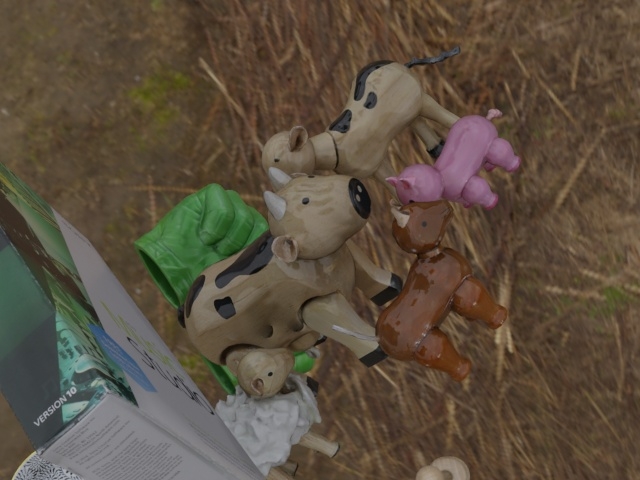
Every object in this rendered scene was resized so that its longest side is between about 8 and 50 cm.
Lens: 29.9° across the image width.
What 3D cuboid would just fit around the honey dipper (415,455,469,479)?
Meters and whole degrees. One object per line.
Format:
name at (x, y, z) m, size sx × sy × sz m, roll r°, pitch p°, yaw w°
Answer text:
honey dipper at (0.082, 0.165, 0.828) m, size 0.030 × 0.161 × 0.030 m, roll -2°, pitch 81°, yaw 11°

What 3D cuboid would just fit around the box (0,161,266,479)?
box at (-0.164, 0.053, 0.785) m, size 0.058 × 0.232 × 0.322 m, roll -43°, pitch 53°, yaw -3°

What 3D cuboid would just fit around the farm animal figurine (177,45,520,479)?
farm animal figurine at (0.000, 0.000, 0.981) m, size 0.327 × 0.172 × 0.330 m, roll -44°, pitch 24°, yaw 23°

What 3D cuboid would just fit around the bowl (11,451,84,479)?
bowl at (-0.318, 0.345, 1.569) m, size 0.170 × 0.080 × 0.170 m, roll 0°, pitch 80°, yaw -2°

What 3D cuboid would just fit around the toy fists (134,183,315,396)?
toy fists at (-0.092, 0.062, 1.392) m, size 0.142 × 0.279 × 0.096 m, roll -39°, pitch 31°, yaw -18°
